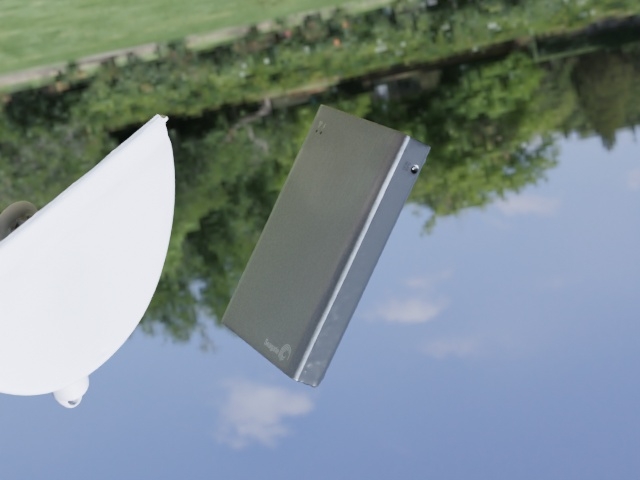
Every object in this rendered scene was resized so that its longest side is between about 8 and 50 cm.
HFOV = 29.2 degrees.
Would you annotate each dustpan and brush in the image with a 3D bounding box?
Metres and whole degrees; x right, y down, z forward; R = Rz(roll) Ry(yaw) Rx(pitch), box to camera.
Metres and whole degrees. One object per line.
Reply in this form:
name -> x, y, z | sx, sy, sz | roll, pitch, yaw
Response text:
dustpan and brush -> -0.129, 0.037, 0.608 | 0.060, 0.211, 0.147 | 32, -120, 27

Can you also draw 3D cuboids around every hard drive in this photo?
hard drive -> 0.000, 0.000, 0.648 | 0.022, 0.135, 0.094 | 23, -177, -31
